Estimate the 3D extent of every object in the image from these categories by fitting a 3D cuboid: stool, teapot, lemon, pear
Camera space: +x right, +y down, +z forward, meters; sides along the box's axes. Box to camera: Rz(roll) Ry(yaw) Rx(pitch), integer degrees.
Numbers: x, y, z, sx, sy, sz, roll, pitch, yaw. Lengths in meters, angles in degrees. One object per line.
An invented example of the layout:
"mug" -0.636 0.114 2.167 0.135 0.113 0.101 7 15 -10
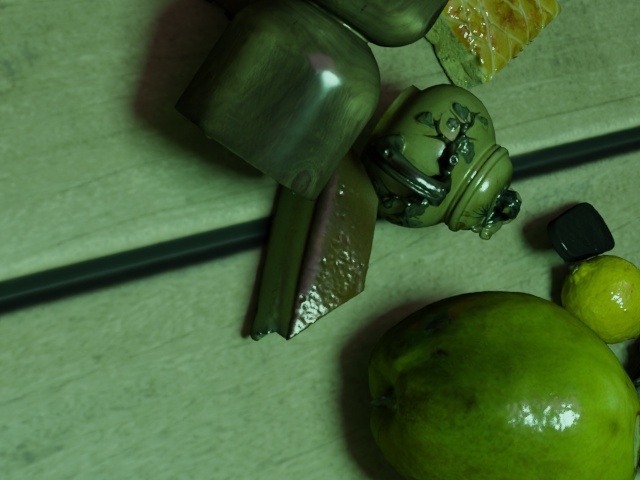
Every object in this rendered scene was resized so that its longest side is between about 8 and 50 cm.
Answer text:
"stool" -0.008 -0.195 1.597 0.179 0.179 0.264 31 94 -28
"teapot" 0.143 -0.077 1.729 0.182 0.173 0.269 34 15 11
"lemon" 0.357 0.072 1.922 0.133 0.109 0.109 44 58 -20
"pear" 0.207 0.185 1.704 0.321 0.269 0.269 8 75 -16

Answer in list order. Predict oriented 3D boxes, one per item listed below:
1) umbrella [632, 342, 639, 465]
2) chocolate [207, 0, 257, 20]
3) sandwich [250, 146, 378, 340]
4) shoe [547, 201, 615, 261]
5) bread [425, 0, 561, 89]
"umbrella" 0.466 0.129 1.994 0.113 0.106 0.358 34 62 -20
"chocolate" -0.031 -0.296 1.722 0.214 0.093 0.148 32 65 -28
"sandwich" 0.000 0.000 1.682 0.096 0.094 0.258 22 69 -27
"shoe" 0.314 -0.003 1.942 0.179 0.049 0.071 -15 78 -60
"bread" 0.209 -0.287 1.912 0.188 0.068 0.125 -43 106 -35
